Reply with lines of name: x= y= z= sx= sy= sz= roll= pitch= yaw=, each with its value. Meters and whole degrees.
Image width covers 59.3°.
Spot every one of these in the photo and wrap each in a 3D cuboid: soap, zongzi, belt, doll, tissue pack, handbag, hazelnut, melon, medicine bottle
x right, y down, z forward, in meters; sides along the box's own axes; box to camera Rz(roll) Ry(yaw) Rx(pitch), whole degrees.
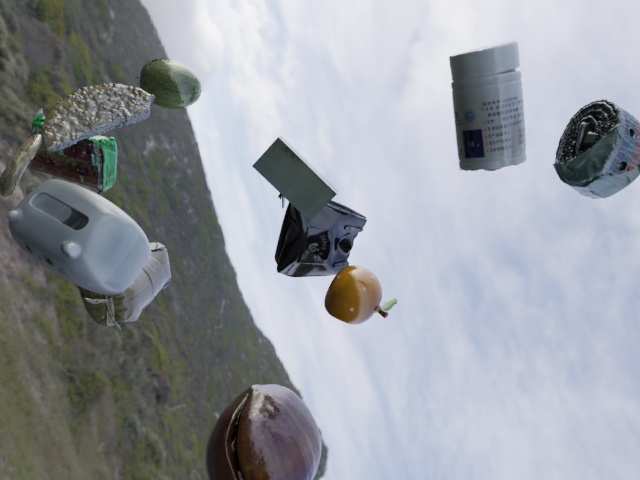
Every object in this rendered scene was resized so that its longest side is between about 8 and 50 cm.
soap: x=-0.797 y=-0.282 z=1.804 sx=0.098 sy=0.274 sz=0.217 roll=-54 pitch=159 yaw=-64
zongzi: x=-0.795 y=0.175 z=1.891 sx=0.500 sy=0.468 sz=0.218 roll=-78 pitch=159 yaw=-72
belt: x=0.742 y=-0.236 z=1.490 sx=0.207 sy=0.150 sz=0.257 roll=-20 pitch=-130 yaw=64
doll: x=0.140 y=0.196 z=1.907 sx=0.236 sy=0.213 sz=0.213 roll=26 pitch=-34 yaw=6
tissue pack: x=-0.636 y=-0.018 z=1.475 sx=0.333 sy=0.229 sz=0.236 roll=26 pitch=-20 yaw=20
handbag: x=0.000 y=0.000 z=2.038 sx=0.152 sy=0.288 sz=0.342 roll=-107 pitch=-150 yaw=-57
hazelnut: x=-0.202 y=0.709 z=1.912 sx=0.403 sy=0.429 sz=0.401 roll=7 pitch=-74 yaw=27
melon: x=-0.440 y=-0.451 z=1.622 sx=0.139 sy=0.193 sz=0.139 roll=-167 pitch=-90 yaw=-86
medicine bottle: x=0.465 y=-0.372 z=1.564 sx=0.190 sy=0.190 sz=0.331 roll=-155 pitch=-127 yaw=-65

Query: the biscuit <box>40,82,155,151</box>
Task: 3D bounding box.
biscuit: x=-0.534 y=-0.305 z=1.322 sx=0.141 sy=0.290 sz=0.038 roll=48 pitch=-31 yaw=15

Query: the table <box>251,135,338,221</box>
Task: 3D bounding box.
table: x=-0.069 y=-0.191 z=1.700 sx=0.240 sy=0.121 sz=0.111 roll=44 pitch=17 yaw=-5

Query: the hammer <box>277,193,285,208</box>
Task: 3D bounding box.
hammer: x=-0.150 y=-0.166 z=2.260 sx=0.017 sy=0.062 sz=0.182 roll=32 pitch=-18 yaw=6

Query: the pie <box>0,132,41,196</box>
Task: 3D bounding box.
pie: x=-0.862 y=-0.229 z=1.619 sx=0.185 sy=0.052 sz=0.218 roll=-42 pitch=-149 yaw=32
